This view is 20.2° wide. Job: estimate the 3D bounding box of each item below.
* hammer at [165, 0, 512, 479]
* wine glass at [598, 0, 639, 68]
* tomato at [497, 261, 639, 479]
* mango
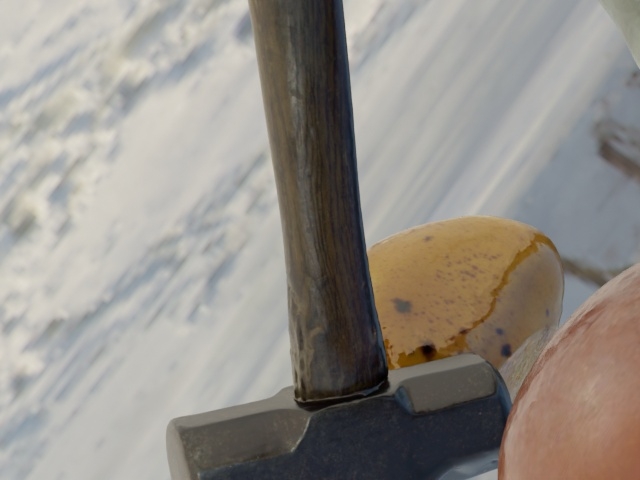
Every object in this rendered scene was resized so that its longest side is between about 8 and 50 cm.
[{"bbox_3d":[0.000,0.000,1.239,0.242,0.408,0.095,-10,-166,-16],"label":"hammer"},{"bbox_3d":[0.254,-0.128,1.168,0.093,0.202,0.093,-17,140,-15],"label":"wine glass"},{"bbox_3d":[0.222,0.117,0.854,0.265,0.265,0.265,-53,173,-9],"label":"tomato"},{"bbox_3d":[0.096,0.080,1.552,0.290,0.191,0.160,-44,154,-31],"label":"mango"}]
